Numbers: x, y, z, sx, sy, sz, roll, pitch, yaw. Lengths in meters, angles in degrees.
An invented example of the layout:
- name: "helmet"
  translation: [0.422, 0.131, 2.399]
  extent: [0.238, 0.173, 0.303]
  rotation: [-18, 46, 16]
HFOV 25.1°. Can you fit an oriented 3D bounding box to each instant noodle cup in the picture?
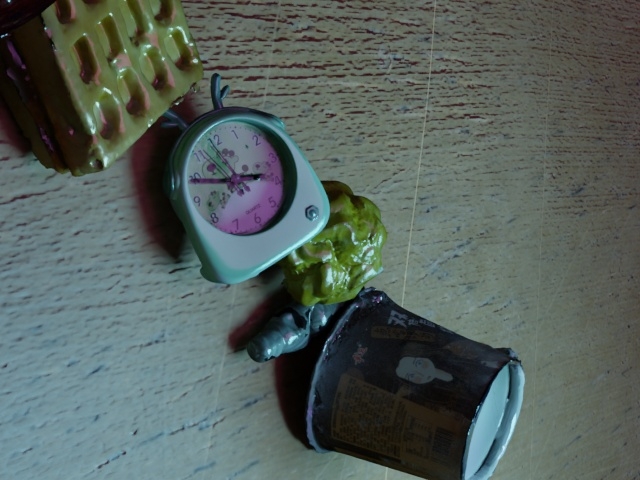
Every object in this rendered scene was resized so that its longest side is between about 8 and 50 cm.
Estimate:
- name: "instant noodle cup"
  translation: [0.120, 0.190, 1.740]
  extent: [0.217, 0.207, 0.217]
  rotation: [-43, 143, -44]

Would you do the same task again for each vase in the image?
- name: "vase"
  translation: [-0.019, 0.096, 1.711]
  extent: [0.211, 0.060, 0.060]
  rotation: [-32, 115, -53]

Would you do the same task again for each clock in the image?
- name: "clock"
  translation: [-0.095, -0.071, 1.547]
  extent: [0.159, 0.066, 0.211]
  rotation: [-31, 101, -22]

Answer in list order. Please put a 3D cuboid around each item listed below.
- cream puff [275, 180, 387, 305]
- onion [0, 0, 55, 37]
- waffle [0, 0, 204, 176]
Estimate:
- name: "cream puff"
  translation: [-0.001, 0.000, 1.671]
  extent: [0.156, 0.121, 0.156]
  rotation: [26, 54, -42]
- name: "onion"
  translation: [-0.304, -0.216, 1.090]
  extent: [0.272, 0.272, 0.195]
  rotation: [9, 63, -56]
- name: "waffle"
  translation: [-0.239, -0.246, 1.360]
  extent: [0.224, 0.098, 0.327]
  rotation: [-50, 131, -43]
